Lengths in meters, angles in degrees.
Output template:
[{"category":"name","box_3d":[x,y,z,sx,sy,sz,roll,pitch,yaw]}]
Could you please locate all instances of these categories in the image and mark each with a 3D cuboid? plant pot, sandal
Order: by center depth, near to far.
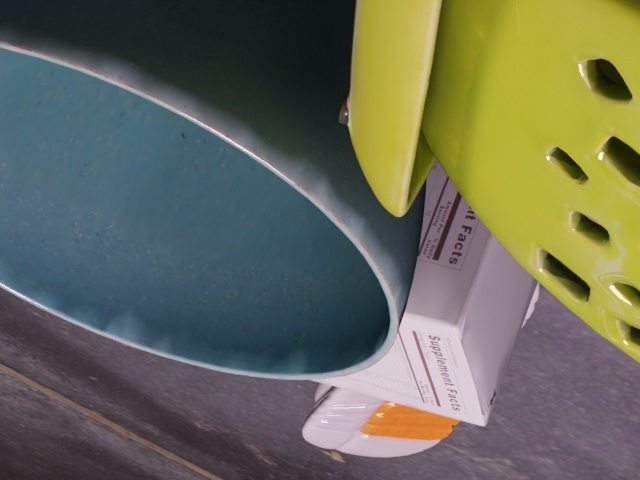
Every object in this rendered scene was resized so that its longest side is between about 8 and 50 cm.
[{"category":"plant pot","box_3d":[0.135,-0.097,0.579,0.207,0.228,0.227,24,157,9]},{"category":"plant pot","box_3d":[-0.069,-0.086,0.791,0.290,0.195,0.290,18,155,9]},{"category":"sandal","box_3d":[0.075,0.069,1.154,0.102,0.076,0.265,15,138,-21]}]

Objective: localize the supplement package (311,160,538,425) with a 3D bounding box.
[{"category":"supplement package","box_3d":[0.000,0.000,0.985,0.244,0.134,0.139,13,154,20]}]
